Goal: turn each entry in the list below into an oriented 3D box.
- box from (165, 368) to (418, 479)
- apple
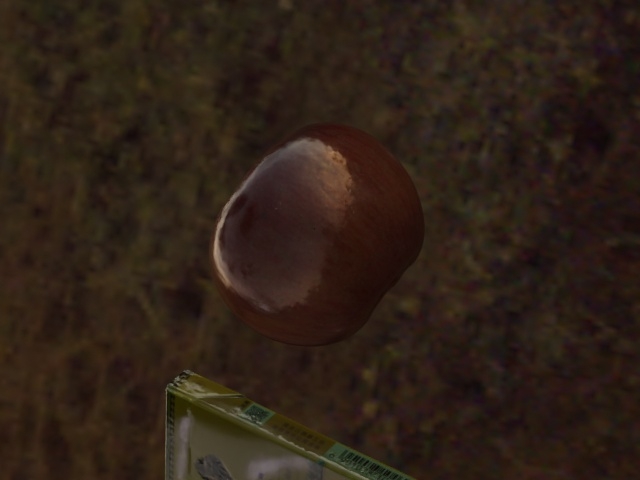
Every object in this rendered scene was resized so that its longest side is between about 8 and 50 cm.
[{"bbox_3d":[-0.024,0.238,1.770,0.279,0.041,0.153,23,130,26],"label":"box"},{"bbox_3d":[0.000,0.000,1.282,0.120,0.153,0.153,35,113,10],"label":"apple"}]
